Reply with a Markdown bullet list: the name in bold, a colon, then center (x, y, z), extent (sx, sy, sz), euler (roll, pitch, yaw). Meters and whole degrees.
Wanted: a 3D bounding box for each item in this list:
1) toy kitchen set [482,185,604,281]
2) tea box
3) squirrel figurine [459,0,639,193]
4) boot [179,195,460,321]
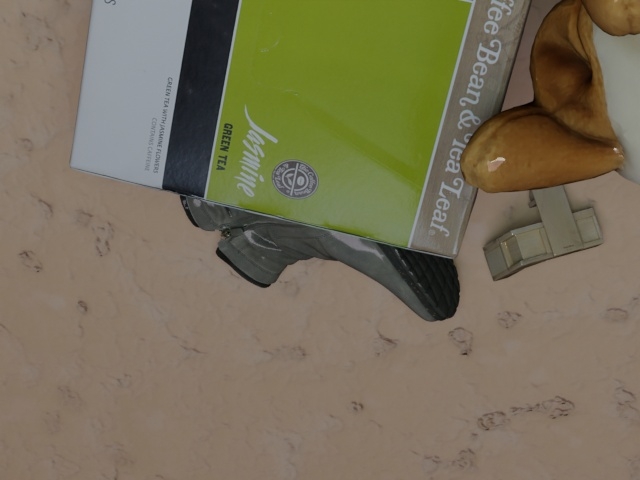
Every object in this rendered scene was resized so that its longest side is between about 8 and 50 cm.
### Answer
- **toy kitchen set**: center (0.194, -0.012, 1.603), extent (0.083, 0.075, 0.068), euler (-14, 81, -18)
- **tea box**: center (0.001, -0.205, 1.397), extent (0.324, 0.220, 0.329), euler (15, 124, 1)
- **squirrel figurine**: center (0.302, -0.237, 1.254), extent (0.281, 0.397, 0.370), euler (15, 122, 25)
- **boot**: center (0.000, 0.000, 1.622), extent (0.161, 0.083, 0.246), euler (-34, 106, 34)
